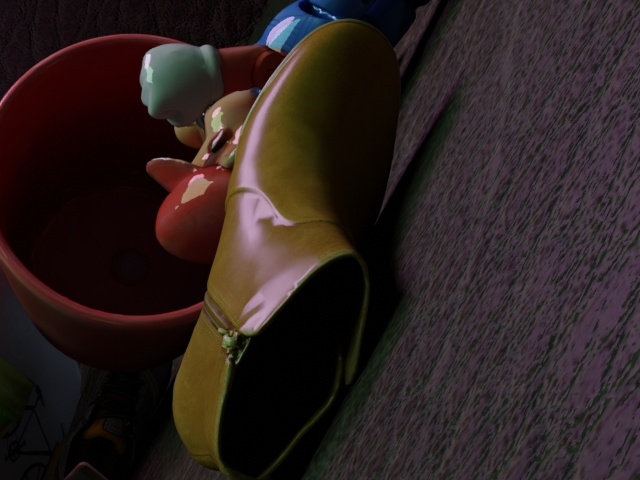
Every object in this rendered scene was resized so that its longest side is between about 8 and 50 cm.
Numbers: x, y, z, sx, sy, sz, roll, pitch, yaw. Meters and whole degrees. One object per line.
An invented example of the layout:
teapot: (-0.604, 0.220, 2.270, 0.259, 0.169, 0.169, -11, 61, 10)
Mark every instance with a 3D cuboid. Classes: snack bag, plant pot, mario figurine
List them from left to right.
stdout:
snack bag: (-0.325, 0.159, 1.834, 0.342, 0.037, 0.323, -53, -42, -49)
plant pot: (-0.171, -0.011, 1.765, 0.243, 0.275, 0.275, 109, -174, -66)
mario figurine: (-0.036, -0.131, 1.481, 0.320, 0.198, 0.170, -58, 20, -5)

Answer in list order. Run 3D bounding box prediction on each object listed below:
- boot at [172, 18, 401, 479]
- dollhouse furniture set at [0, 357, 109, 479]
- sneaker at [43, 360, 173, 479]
boot: (-0.001, 0.000, 1.151, 0.295, 0.104, 0.211, -67, 13, -5)
dollhouse furniture set: (-0.249, 0.249, 1.567, 0.151, 0.197, 0.301, -47, 10, 9)
sneaker: (-0.195, 0.168, 1.895, 0.093, 0.088, 0.225, 164, 125, -74)
